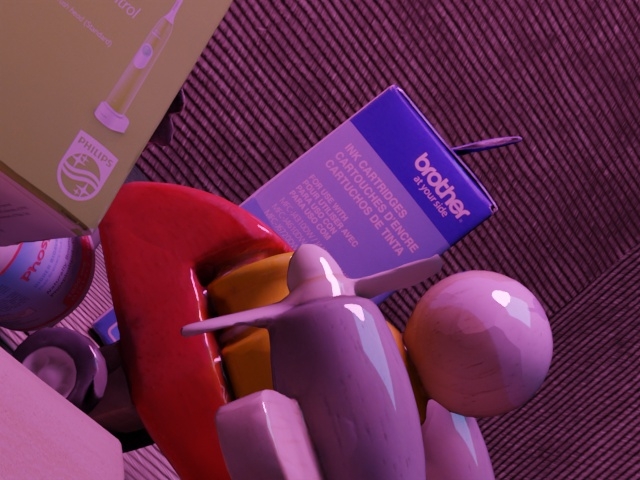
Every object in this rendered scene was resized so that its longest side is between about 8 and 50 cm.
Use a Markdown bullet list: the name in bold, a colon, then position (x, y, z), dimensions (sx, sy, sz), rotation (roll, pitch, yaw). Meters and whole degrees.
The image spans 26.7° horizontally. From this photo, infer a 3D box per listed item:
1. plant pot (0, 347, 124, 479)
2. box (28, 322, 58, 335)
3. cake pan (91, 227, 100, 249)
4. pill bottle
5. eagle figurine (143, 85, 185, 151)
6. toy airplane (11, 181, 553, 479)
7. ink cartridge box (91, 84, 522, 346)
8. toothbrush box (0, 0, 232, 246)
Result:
- **plant pot**: position (-0.116, 0.095, 0.363), dimensions (0.109, 0.109, 0.096), rotation (50, 9, -43)
- **box**: position (-0.252, -0.022, 0.986), dimensions (0.186, 0.038, 0.145), rotation (49, 1, -12)
- **cake pan**: position (-0.274, -0.095, 1.131), dimensions (0.293, 0.054, 0.293), rotation (46, -10, 11)
- **pill bottle**: position (-0.203, -0.002, 0.805), dimensions (0.087, 0.087, 0.160), rotation (50, 0, 21)
- **eagle figurine**: position (-0.253, -0.158, 0.838), dimensions (0.298, 0.225, 0.226), rotation (18, 29, -36)
- **toy airplane**: position (0.034, 0.137, 0.772), dimensions (0.384, 0.272, 0.386), rotation (50, 0, -24)
- **ink cartridge box**: position (0.000, 0.000, 1.249), dimensions (0.151, 0.395, 0.270), rotation (50, 0, -2)
- **toothbrush box**: position (-0.131, -0.143, 0.638), dimensions (0.122, 0.283, 0.206), rotation (42, -25, -29)
